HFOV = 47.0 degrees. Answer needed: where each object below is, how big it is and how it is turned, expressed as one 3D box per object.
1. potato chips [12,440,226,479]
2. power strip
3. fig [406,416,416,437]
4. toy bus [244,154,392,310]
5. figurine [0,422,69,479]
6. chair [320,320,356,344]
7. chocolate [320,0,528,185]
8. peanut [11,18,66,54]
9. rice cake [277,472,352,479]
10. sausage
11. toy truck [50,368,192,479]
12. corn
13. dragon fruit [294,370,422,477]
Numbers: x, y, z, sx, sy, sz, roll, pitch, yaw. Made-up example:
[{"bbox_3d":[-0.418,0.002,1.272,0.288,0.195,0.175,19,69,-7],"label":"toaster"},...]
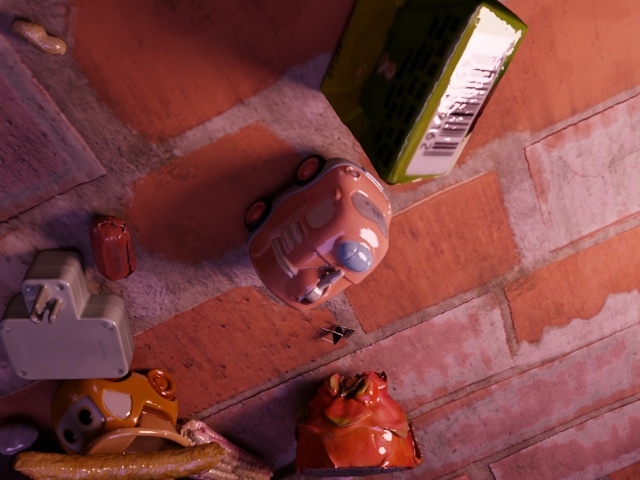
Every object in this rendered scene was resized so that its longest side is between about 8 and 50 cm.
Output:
[{"bbox_3d":[-0.387,0.437,1.436,0.406,0.057,0.080,6,121,-28],"label":"potato chips"},{"bbox_3d":[-0.492,0.163,1.399,0.229,0.141,0.261,0,126,0],"label":"power strip"},{"bbox_3d":[0.205,0.509,1.918,0.084,0.082,0.098,-6,95,12],"label":"fig"},{"bbox_3d":[0.000,0.000,1.363,0.287,0.232,0.194,-37,125,16],"label":"toy bus"},{"bbox_3d":[-0.672,0.581,1.700,0.218,0.206,0.365,25,145,-5],"label":"figurine"},{"bbox_3d":[0.042,0.212,1.655,0.086,0.042,0.037,19,124,-27],"label":"chair"},{"bbox_3d":[0.151,-0.281,1.154,0.137,0.289,0.301,6,126,-31],"label":"chocolate"},{"bbox_3d":[-0.431,-0.310,1.130,0.083,0.037,0.037,27,117,-37],"label":"peanut"},{"bbox_3d":[-0.082,0.660,1.929,0.399,0.064,0.070,-28,137,17],"label":"rice cake"},{"bbox_3d":[-0.386,0.013,1.369,0.076,0.076,0.141,-9,130,-8],"label":"sausage"},{"bbox_3d":[-0.421,0.385,1.561,0.288,0.212,0.204,26,116,-34],"label":"toy truck"},{"bbox_3d":[-0.246,0.540,1.788,0.126,0.127,0.335,-35,131,13],"label":"corn"},{"bbox_3d":[0.079,0.432,1.730,0.305,0.226,0.305,-3,159,-1],"label":"dragon fruit"}]
